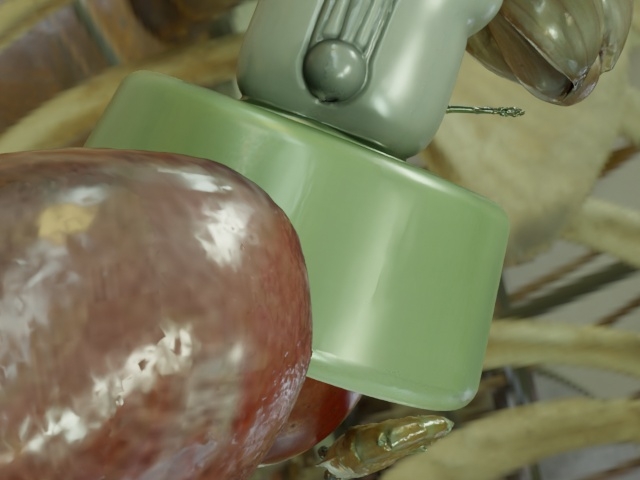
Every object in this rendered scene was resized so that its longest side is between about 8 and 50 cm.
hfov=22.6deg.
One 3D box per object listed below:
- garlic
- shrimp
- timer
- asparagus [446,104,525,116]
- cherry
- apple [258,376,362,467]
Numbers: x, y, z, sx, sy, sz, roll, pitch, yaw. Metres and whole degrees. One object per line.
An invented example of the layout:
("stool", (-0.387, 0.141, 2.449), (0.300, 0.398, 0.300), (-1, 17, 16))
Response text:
("garlic", (0.221, -0.231, 1.521), (0.191, 0.160, 0.214), (44, -11, -14))
("shrimp", (0.046, 0.169, 1.325), (0.180, 0.099, 0.041), (-38, -108, 62))
("timer", (0.010, -0.089, 0.998), (0.315, 0.291, 0.291), (-69, 159, 1))
("asparagus", (0.170, -0.154, 1.903), (0.013, 0.166, 0.016), (-148, -121, -63))
("cherry", (-0.139, 0.065, 0.756), (0.236, 0.285, 0.213), (-34, 107, -83))
("apple", (-0.061, 0.061, 1.283), (0.234, 0.234, 0.234), (-15, 90, -72))
